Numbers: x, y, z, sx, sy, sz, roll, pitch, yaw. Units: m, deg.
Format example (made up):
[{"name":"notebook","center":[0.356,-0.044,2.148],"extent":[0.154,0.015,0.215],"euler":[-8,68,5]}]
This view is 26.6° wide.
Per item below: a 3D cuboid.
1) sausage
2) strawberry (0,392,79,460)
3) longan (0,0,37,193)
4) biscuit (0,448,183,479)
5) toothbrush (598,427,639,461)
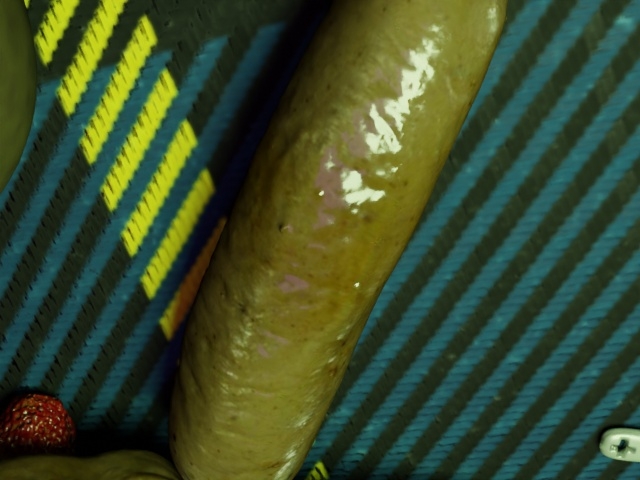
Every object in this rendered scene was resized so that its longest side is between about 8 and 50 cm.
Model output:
[{"name":"sausage","center":[-0.002,0.000,0.940],"extent":[0.123,0.136,0.501],"euler":[40,125,25]},{"name":"strawberry","center":[-0.236,0.173,1.110],"extent":[0.083,0.083,0.096],"euler":[0,90,5]},{"name":"longan","center":[-0.321,-0.107,0.814],"extent":[0.319,0.319,0.319],"euler":[2,123,3]},{"name":"biscuit","center":[-0.211,0.311,1.140],"extent":[0.359,0.074,0.381],"euler":[-29,131,10]},{"name":"toothbrush","center":[0.416,0.189,1.083],"extent":[0.386,0.040,0.040],"euler":[6,123,1]}]
